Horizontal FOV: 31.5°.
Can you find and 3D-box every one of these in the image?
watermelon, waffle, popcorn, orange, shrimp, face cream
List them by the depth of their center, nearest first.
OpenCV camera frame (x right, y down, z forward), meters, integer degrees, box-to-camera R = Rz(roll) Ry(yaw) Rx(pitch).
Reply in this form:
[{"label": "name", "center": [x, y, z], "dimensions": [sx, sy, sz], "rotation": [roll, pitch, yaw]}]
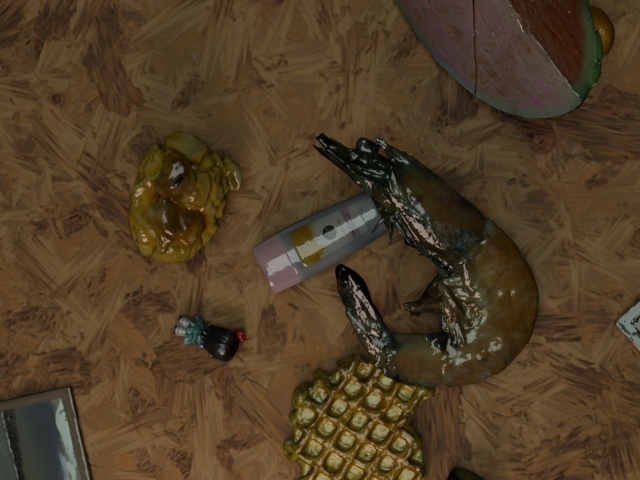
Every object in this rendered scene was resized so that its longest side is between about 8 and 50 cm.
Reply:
[{"label": "watermelon", "center": [0.276, -0.345, 1.586], "dimensions": [0.222, 0.319, 0.292], "rotation": [-40, 104, -14]}, {"label": "shrimp", "center": [0.123, 0.030, 1.639], "dimensions": [0.272, 0.085, 0.445], "rotation": [-42, 102, -1]}, {"label": "orange", "center": [0.385, -0.299, 1.645], "dimensions": [0.083, 0.070, 0.083], "rotation": [-1, 102, -5]}, {"label": "popcorn", "center": [-0.210, -0.072, 1.686], "dimensions": [0.140, 0.163, 0.194], "rotation": [26, 127, 24]}, {"label": "waffle", "center": [0.071, 0.298, 1.699], "dimensions": [0.249, 0.056, 0.253], "rotation": [-26, 86, 7]}, {"label": "face cream", "center": [0.000, 0.000, 1.700], "dimensions": [0.198, 0.057, 0.084], "rotation": [-28, 85, 6]}]

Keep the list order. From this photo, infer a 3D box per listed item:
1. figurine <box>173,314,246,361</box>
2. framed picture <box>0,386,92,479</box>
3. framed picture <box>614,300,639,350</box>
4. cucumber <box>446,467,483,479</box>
[{"label": "figurine", "center": [-0.170, 0.145, 1.731], "dimensions": [0.106, 0.047, 0.060], "rotation": [23, 57, 13]}, {"label": "framed picture", "center": [-0.459, 0.390, 1.779], "dimensions": [0.213, 0.016, 0.289], "rotation": [-13, 90, 6]}, {"label": "framed picture", "center": [0.614, 0.109, 1.653], "dimensions": [0.293, 0.018, 0.231], "rotation": [-41, 87, 5]}, {"label": "cucumber", "center": [0.158, 0.478, 1.689], "dimensions": [0.067, 0.067, 0.294], "rotation": [28, 95, 5]}]
